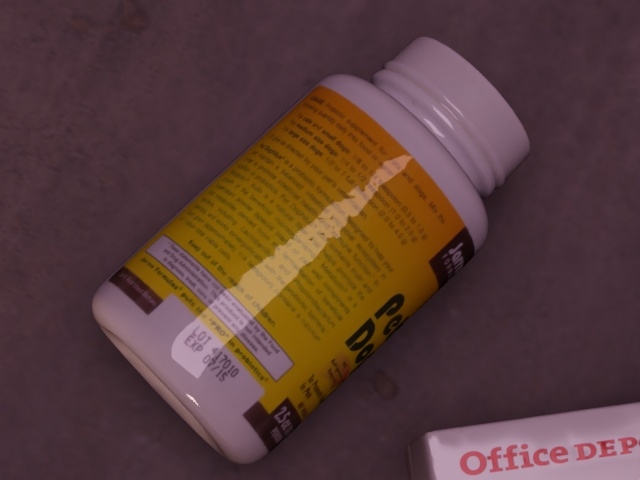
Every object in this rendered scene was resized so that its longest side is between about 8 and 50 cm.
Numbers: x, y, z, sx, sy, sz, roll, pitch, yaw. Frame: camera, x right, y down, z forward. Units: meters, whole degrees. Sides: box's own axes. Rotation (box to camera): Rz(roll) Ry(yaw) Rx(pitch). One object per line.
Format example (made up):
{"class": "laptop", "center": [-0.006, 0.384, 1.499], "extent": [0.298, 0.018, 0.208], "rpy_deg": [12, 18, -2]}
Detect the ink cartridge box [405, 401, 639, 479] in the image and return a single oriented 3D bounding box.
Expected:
{"class": "ink cartridge box", "center": [0.126, 0.180, 0.945], "extent": [0.140, 0.082, 0.190], "rpy_deg": [-8, 81, -4]}

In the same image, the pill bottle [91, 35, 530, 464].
{"class": "pill bottle", "center": [0.000, 0.000, 0.954], "extent": [0.215, 0.117, 0.117], "rpy_deg": [-44, 84, -9]}
